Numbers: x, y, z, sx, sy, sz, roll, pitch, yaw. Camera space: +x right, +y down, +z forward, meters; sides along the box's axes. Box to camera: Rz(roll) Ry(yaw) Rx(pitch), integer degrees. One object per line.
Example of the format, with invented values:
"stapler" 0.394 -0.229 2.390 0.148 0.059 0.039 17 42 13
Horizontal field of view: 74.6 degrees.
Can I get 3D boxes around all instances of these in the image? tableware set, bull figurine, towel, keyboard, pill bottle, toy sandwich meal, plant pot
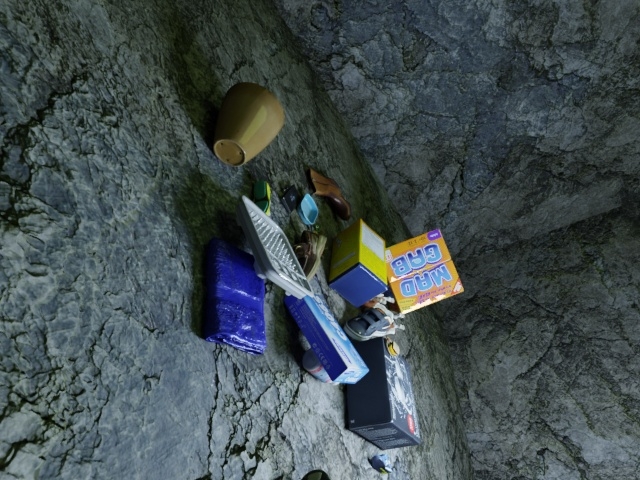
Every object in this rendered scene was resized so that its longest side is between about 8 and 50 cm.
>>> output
"tableware set" 0.000 0.000 1.959 0.104 0.024 0.154 49 29 -36
"bull figurine" 0.316 0.384 2.124 0.310 0.188 0.101 50 44 -22
"towel" -0.235 0.158 1.213 0.227 0.076 0.308 38 36 -51
"keyboard" -0.136 -0.197 1.846 0.180 0.023 0.108 -66 136 -62
"pill bottle" 0.012 0.447 1.476 0.160 0.087 0.087 48 29 -36
"toy sandwich meal" 0.289 0.426 1.689 0.085 0.029 0.086 51 26 -38
"plant pot" -0.278 -0.389 1.493 0.237 0.237 0.254 51 43 -34

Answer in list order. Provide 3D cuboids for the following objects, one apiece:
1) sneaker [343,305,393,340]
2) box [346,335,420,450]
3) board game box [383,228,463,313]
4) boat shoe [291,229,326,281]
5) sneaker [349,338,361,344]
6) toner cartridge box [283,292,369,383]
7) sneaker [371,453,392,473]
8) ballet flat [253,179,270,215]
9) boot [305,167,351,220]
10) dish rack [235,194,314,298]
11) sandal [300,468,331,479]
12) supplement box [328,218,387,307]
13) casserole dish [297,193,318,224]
"sneaker" 0.225 0.368 1.912 0.126 0.128 0.321 39 17 30
"box" 0.251 0.623 1.705 0.312 0.178 0.343 48 30 -41
"board game box" 0.522 0.177 2.374 0.356 0.356 0.357 103 -34 -85
"boat shoe" -0.069 0.068 1.655 0.123 0.123 0.342 30 37 -8
"sneaker" 0.180 0.477 1.874 0.209 0.069 0.082 34 8 -41
"toner cartridge box" 0.015 0.323 1.451 0.165 0.075 0.348 30 19 -54
"sneaker" 0.235 0.859 1.633 0.059 0.053 0.144 -87 155 -46
"ballet flat" -0.213 -0.128 1.548 0.231 0.077 0.077 -92 163 -44
"boot" 0.047 -0.239 2.200 0.280 0.096 0.264 12 58 -62
"dish rack" -0.158 0.034 1.340 0.285 0.072 0.333 44 15 -53
"sandal" -0.003 0.786 1.125 0.086 0.120 0.303 85 -5 -66
"supplement box" 0.180 0.103 1.997 0.194 0.195 0.357 40 32 -22
"casserole dish" -0.062 -0.141 1.938 0.114 0.037 0.188 58 23 -20
